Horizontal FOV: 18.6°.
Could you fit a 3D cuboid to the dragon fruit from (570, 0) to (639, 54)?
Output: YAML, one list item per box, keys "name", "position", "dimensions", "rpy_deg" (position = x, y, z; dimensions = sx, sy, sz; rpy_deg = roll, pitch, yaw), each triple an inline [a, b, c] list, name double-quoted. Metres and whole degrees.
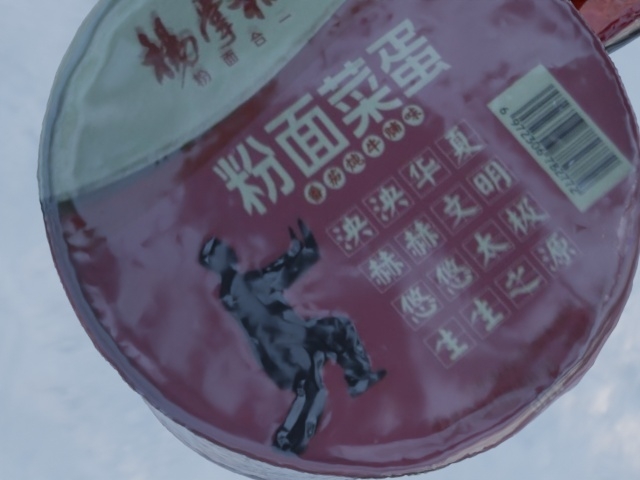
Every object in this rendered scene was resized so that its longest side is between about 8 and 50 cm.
- name: "dragon fruit"
  position: [0.112, -0.129, 1.244]
  dimensions: [0.343, 0.282, 0.100]
  rpy_deg: [-26, 103, 47]

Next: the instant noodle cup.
- name: "instant noodle cup"
  position: [0.000, 0.000, 0.818]
  dimensions: [0.234, 0.178, 0.235]
  rpy_deg: [2, 72, -6]
